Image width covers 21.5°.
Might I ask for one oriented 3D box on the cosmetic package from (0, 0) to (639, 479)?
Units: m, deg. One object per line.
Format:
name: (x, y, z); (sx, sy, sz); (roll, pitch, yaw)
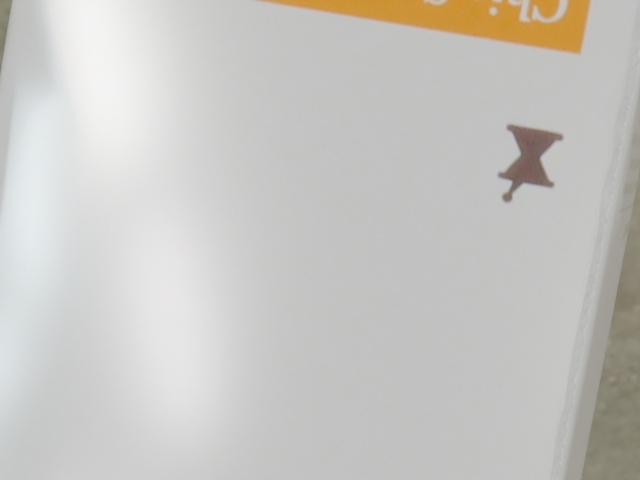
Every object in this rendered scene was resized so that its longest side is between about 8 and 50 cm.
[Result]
cosmetic package: (0.000, 0.000, 0.650); (0.230, 0.161, 0.453); (10, 95, 12)
